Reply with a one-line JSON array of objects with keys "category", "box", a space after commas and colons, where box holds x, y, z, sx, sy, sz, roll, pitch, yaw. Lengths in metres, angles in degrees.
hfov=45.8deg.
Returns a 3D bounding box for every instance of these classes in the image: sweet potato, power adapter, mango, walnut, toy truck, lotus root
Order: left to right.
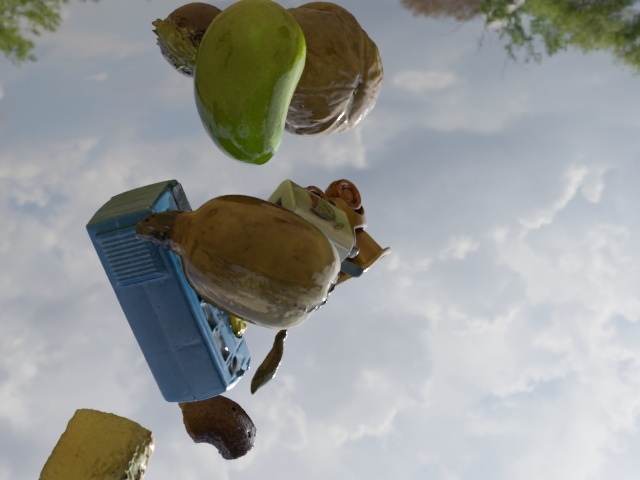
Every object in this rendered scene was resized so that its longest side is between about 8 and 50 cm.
[{"category": "toy truck", "box": [-0.253, 0.097, 1.307, 0.161, 0.385, 0.162, -13, -159, 18]}, {"category": "lotus root", "box": [-0.122, 0.020, 1.137, 0.309, 0.183, 0.183, 23, -155, -7]}, {"category": "mango", "box": [-0.127, -0.271, 1.266, 0.185, 0.273, 0.149, 18, -178, 19]}, {"category": "sweet potato", "box": [-0.098, 0.241, 1.518, 0.038, 0.153, 0.041, 25, 167, 8]}, {"category": "walnut", "box": [-0.023, -0.388, 1.711, 0.332, 0.333, 0.333, -5, -155, 2]}, {"category": "power adapter", "box": [-0.006, 0.002, 1.365, 0.205, 0.125, 0.130, 28, -155, -28]}, {"category": "toy truck", "box": [0.000, 0.000, 1.612, 0.204, 0.212, 0.288, -32, 174, 36]}]

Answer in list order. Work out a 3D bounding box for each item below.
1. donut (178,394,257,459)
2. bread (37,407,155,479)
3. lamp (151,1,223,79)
[{"category": "donut", "box": [-0.262, 0.462, 1.903, 0.144, 0.187, 0.126, -27, -159, 3]}, {"category": "bread", "box": [-0.562, 0.602, 1.838, 0.236, 0.165, 0.375, 18, -145, 0]}, {"category": "lamp", "box": [-0.239, -0.386, 1.499, 0.157, 0.156, 0.135, -23, -141, 6]}]
